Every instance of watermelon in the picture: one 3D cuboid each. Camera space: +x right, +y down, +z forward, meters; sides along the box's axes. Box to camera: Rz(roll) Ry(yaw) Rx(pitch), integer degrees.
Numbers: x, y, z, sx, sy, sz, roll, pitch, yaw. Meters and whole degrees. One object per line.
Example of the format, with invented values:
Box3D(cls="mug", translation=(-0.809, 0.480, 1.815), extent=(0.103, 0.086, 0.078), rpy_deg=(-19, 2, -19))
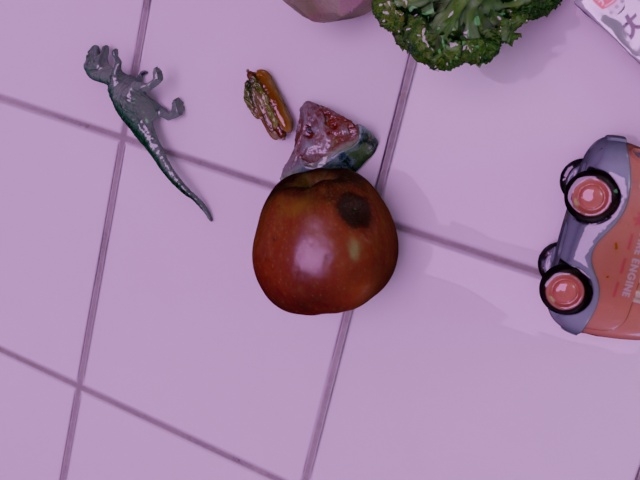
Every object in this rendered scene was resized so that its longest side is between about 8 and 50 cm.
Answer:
Box3D(cls="watermelon", translation=(-0.010, -0.154, 1.334), extent=(0.187, 0.071, 0.139), rpy_deg=(-27, 82, 25))

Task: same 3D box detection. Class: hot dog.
Box3D(cls="hot dog", translation=(-0.089, -0.222, 1.368), extent=(0.056, 0.041, 0.133), rpy_deg=(-30, 83, 41))

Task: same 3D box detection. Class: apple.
Box3D(cls="apple", translation=(0.000, 0.000, 1.267), extent=(0.229, 0.230, 0.230), rpy_deg=(4, 99, 24))

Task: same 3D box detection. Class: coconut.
Box3D(cls="coconut", translation=(0.013, -0.404, 1.218), extent=(0.170, 0.183, 0.171), rpy_deg=(8, 106, 28))

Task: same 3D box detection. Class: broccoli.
Box3D(cls="broccoli", translation=(0.183, -0.431, 1.073), extent=(0.321, 0.310, 0.413), rpy_deg=(37, 87, 18))

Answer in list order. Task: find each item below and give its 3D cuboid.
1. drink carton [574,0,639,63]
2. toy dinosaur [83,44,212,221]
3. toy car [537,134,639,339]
Box3D(cls="drink carton", translation=(0.485, -0.246, 1.072), extent=(0.130, 0.106, 0.315), rpy_deg=(-46, 78, 21))
Box3D(cls="toy dinosaur", translation=(-0.278, -0.216, 1.443), extent=(0.129, 0.076, 0.383), rpy_deg=(-44, 75, 30))
Box3D(cls="toy car", translation=(0.412, 0.005, 1.111), extent=(0.212, 0.180, 0.271), rpy_deg=(14, 104, 11))
